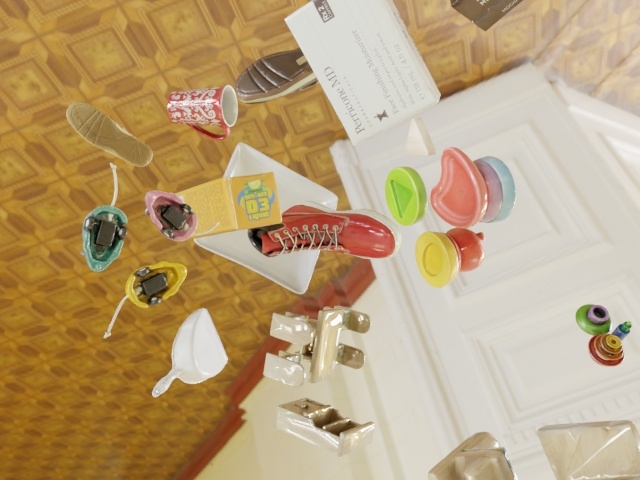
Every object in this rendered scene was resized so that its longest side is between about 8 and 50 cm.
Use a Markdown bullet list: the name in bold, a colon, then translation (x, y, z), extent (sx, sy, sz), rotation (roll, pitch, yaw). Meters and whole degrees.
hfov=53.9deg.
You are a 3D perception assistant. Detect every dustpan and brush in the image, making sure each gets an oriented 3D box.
- **dustpan and brush**: translation (-0.276, 0.253, 1.298), extent (0.060, 0.211, 0.147), rotation (-13, 110, 19)

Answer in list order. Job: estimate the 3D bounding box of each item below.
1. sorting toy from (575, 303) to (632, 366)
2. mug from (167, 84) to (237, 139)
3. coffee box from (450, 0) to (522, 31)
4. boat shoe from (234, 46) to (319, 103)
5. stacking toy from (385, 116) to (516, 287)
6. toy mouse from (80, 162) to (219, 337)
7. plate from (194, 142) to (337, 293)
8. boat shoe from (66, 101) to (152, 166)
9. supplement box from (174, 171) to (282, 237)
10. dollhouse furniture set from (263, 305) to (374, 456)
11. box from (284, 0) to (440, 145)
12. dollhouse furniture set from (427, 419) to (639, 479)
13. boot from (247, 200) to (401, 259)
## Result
- **sorting toy**: translation (0.396, 0.123, 0.868), extent (0.061, 0.102, 0.042), rotation (0, 143, -3)
- **mug**: translation (-0.331, -0.356, 1.761), extent (0.169, 0.113, 0.150), rotation (2, 101, 14)
- **coffee box**: translation (0.364, -0.633, 1.377), extent (0.119, 0.297, 0.168), rotation (21, 141, -33)
- **boat shoe**: translation (-0.048, -0.338, 1.290), extent (0.258, 0.095, 0.095), rotation (-24, 160, 3)
- **stacking toy**: translation (0.273, -0.090, 1.311), extent (0.130, 0.279, 0.309), rotation (-13, 145, -24)
- **toy mouse**: translation (-0.180, -0.009, 0.619), extent (0.161, 0.031, 0.143), rotation (-35, 112, -31)
- **plate**: translation (-0.120, -0.047, 1.441), extent (0.278, 0.277, 0.045), rotation (28, 152, -15)
- **boat shoe**: translation (-0.397, -0.194, 1.180), extent (0.170, 0.059, 0.063), rotation (38, 81, -23)
- **supplement box**: translation (-0.149, -0.047, 0.930), extent (0.078, 0.080, 0.233), rotation (-12, -179, -33)
- **dollhouse furniture set**: translation (0.021, 0.254, 1.191), extent (0.161, 0.242, 0.212), rotation (12, -175, 35)
- **box**: translation (0.064, -0.237, 0.827), extent (0.119, 0.182, 0.181), rotation (-27, 99, 18)
- **dollhouse furniture set**: translation (0.398, 0.387, 0.739), extent (0.256, 0.394, 0.362), rotation (-19, 177, -41)
- **boot**: translation (0.000, 0.000, 1.072), extent (0.176, 0.244, 0.088), rotation (-24, 119, -47)
